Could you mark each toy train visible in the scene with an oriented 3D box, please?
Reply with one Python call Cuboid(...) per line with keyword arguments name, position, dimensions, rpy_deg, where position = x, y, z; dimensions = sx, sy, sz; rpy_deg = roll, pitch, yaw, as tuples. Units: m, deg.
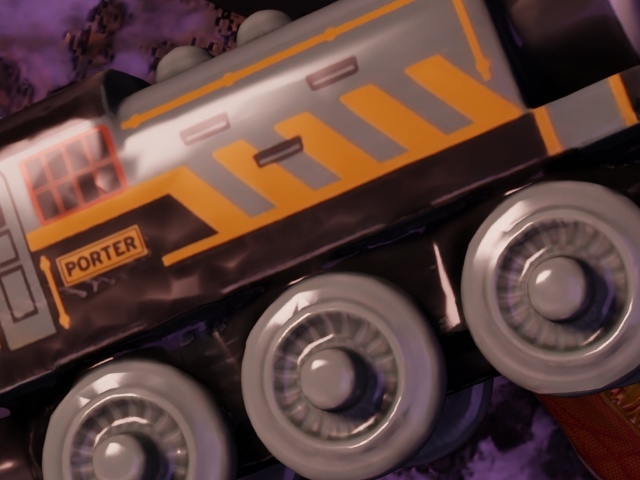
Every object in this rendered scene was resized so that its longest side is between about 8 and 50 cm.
Cuboid(name="toy train", position=(0.000, 0.000, 0.764), dimensions=(0.334, 0.142, 0.190), rpy_deg=(-23, 82, 14))

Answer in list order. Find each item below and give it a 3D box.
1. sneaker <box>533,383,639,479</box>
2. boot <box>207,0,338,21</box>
Cuboid(name="sneaker", position=(0.123, 0.062, 0.843), dimensions=(0.175, 0.067, 0.064), rpy_deg=(40, 85, -6))
Cuboid(name="boot", position=(-0.070, -0.180, 0.834), dimensions=(0.219, 0.082, 0.106), rpy_deg=(29, 65, 0))
